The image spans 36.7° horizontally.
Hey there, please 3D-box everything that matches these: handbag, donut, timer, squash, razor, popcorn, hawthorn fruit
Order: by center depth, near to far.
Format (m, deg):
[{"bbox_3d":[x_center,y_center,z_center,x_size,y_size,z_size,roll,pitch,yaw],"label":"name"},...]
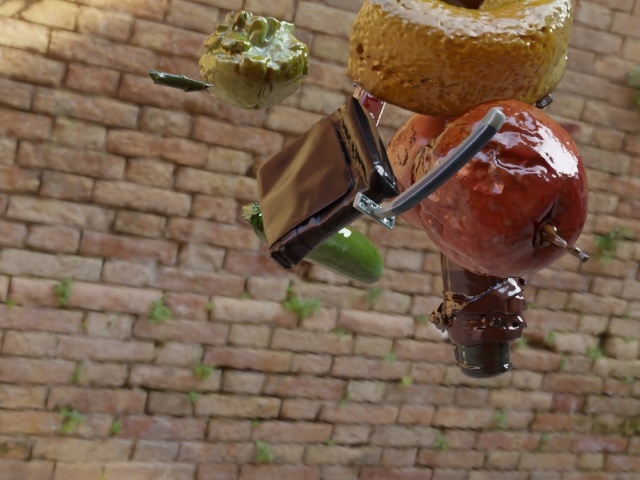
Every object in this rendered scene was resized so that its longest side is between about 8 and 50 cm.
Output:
[{"bbox_3d":[0.128,-0.076,1.069,0.068,0.191,0.037,31,30,-42],"label":"razor"},{"bbox_3d":[0.255,-0.046,1.271,0.242,0.241,0.271,4,35,-40],"label":"hawthorn fruit"},{"bbox_3d":[0.006,-0.087,1.488,0.080,0.223,0.246,42,20,-33],"label":"handbag"},{"bbox_3d":[0.246,-0.400,1.610,0.378,0.163,0.435,8,52,-2],"label":"donut"},{"bbox_3d":[0.226,-0.126,1.687,0.230,0.229,0.215,8,-28,-26],"label":"timer"},{"bbox_3d":[0.000,0.000,1.924,0.395,0.107,0.107,23,2,-43],"label":"squash"},{"bbox_3d":[-0.134,-0.354,1.940,0.221,0.183,0.204,-6,-12,-39],"label":"popcorn"}]

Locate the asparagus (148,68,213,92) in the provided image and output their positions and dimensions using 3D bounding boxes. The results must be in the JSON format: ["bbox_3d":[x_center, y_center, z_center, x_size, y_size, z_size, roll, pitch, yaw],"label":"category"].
[{"bbox_3d":[-0.223,-0.252,1.535,0.108,0.025,0.021,8,-32,-26],"label":"asparagus"}]

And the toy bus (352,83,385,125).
[{"bbox_3d":[0.101,-0.288,1.955,0.074,0.234,0.096,30,-30,-14],"label":"toy bus"}]

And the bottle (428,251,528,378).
[{"bbox_3d":[0.248,0.085,1.536,0.156,0.271,0.143,-1,4,26],"label":"bottle"}]
